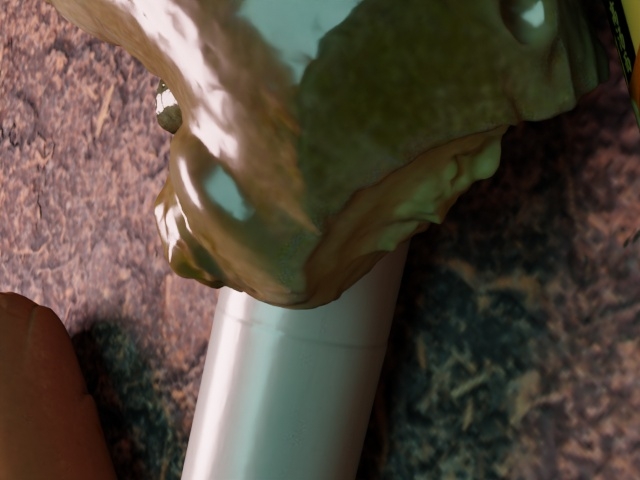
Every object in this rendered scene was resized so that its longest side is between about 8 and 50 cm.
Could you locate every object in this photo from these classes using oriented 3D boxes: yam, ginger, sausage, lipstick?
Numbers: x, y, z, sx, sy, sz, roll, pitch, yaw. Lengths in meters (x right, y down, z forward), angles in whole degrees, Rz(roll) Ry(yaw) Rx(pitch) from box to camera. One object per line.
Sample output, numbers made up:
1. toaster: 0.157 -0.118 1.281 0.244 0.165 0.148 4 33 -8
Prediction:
1. yam: -0.061 -0.093 0.614 0.094 0.043 0.043 -11 78 44
2. ginger: -0.027 -0.093 0.404 0.276 0.130 0.221 22 109 32
3. sausage: -0.184 0.173 0.653 0.121 0.121 0.304 -48 53 31
4. lipstick: 0.000 0.000 0.508 0.087 0.087 0.326 18 98 45

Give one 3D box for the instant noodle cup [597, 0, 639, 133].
1. instant noodle cup: 0.162 -0.038 0.316 0.151 0.151 0.122 -5 90 45
